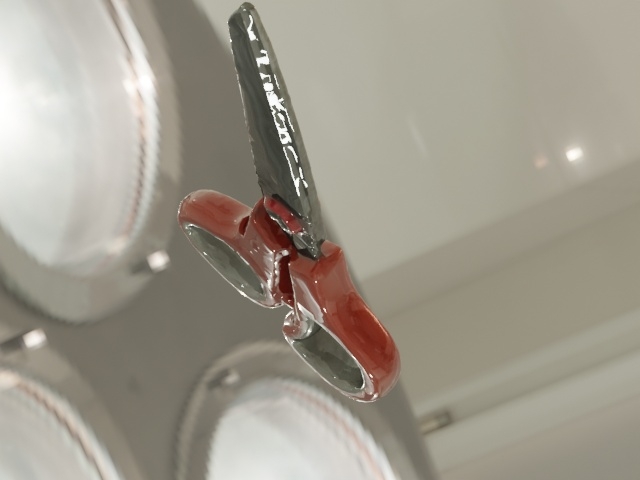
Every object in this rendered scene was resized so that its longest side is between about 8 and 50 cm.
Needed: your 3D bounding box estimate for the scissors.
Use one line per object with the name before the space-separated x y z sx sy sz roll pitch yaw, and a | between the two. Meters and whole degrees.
scissors | 0.000 0.000 0.588 0.109 0.021 0.297 46 167 3
